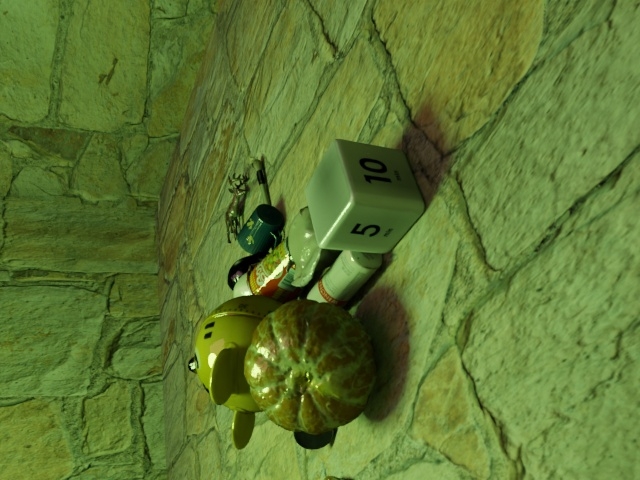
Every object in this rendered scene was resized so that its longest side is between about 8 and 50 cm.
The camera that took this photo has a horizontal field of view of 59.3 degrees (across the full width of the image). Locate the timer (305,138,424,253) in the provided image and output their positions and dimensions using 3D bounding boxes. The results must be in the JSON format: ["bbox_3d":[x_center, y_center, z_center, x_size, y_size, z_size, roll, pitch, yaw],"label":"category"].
[{"bbox_3d":[0.098,-0.099,1.324,0.194,0.194,0.193,-54,39,44],"label":"timer"}]

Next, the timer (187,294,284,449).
[{"bbox_3d":[-0.214,0.355,1.614,0.376,0.375,0.387,-54,11,46],"label":"timer"}]

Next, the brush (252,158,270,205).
[{"bbox_3d":[-0.225,-0.203,2.173,0.039,0.042,0.300,-25,55,15],"label":"brush"}]

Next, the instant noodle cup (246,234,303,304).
[{"bbox_3d":[-0.103,0.086,1.736,0.212,0.193,0.193,-49,43,39],"label":"instant noodle cup"}]

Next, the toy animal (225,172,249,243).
[{"bbox_3d":[-0.377,-0.138,2.422,0.243,0.087,0.260,-34,59,56],"label":"toy animal"}]

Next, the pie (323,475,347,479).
[{"bbox_3d":[0.043,0.696,1.425,0.163,0.078,0.194,-61,35,33],"label":"pie"}]

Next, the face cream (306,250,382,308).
[{"bbox_3d":[0.042,0.127,1.503,0.346,0.101,0.102,-55,39,45],"label":"face cream"}]

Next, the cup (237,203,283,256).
[{"bbox_3d":[-0.200,-0.027,2.018,0.176,0.131,0.155,48,130,18],"label":"cup"}]

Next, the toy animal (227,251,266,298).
[{"bbox_3d":[-0.209,0.160,1.910,0.165,0.187,0.235,-62,32,15],"label":"toy animal"}]

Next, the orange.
[{"bbox_3d":[-0.023,0.306,1.378,0.249,0.328,0.330,-4,-78,-72],"label":"orange"}]

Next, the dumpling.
[{"bbox_3d":[0.010,0.003,1.518,0.204,0.163,0.293,31,100,51],"label":"dumpling"}]

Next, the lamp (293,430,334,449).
[{"bbox_3d":[-0.081,0.476,1.677,0.371,0.108,0.130,42,118,59],"label":"lamp"}]
